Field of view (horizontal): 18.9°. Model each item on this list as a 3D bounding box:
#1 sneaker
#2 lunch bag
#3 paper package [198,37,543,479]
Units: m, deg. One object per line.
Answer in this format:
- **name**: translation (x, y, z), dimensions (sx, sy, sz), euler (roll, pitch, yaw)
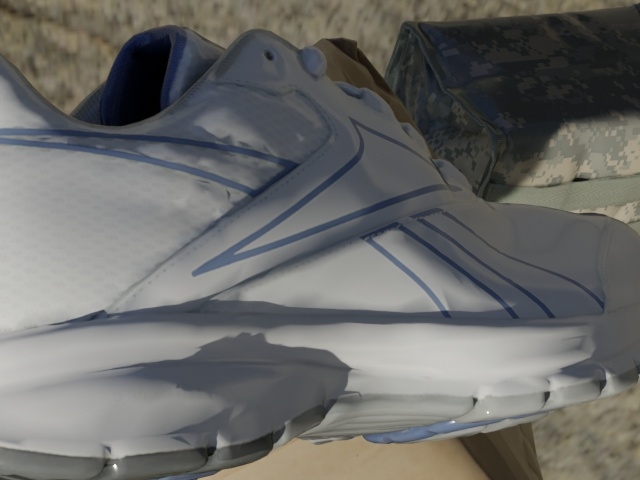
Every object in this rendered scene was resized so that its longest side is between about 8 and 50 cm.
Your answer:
- **sneaker**: translation (0.000, 0.000, 0.560), dimensions (0.297, 0.111, 0.129), euler (-2, 80, -47)
- **lunch bag**: translation (0.148, -0.023, 1.481), dimensions (0.235, 0.287, 0.169), euler (-8, 47, -30)
- **paper package**: translation (-0.071, 0.094, 0.932), dimensions (0.325, 0.309, 0.168), euler (-33, 112, 14)
